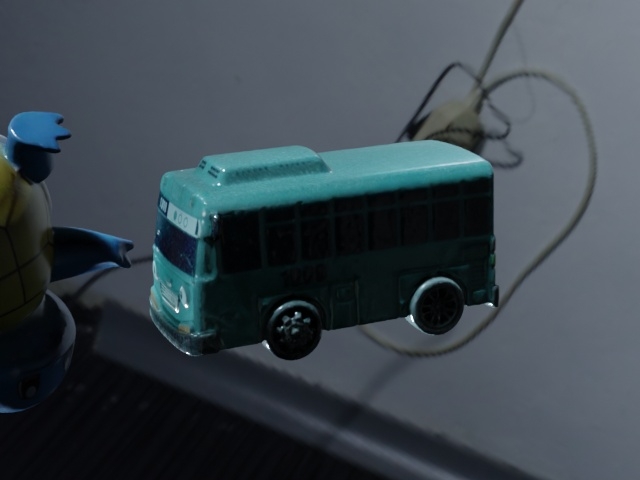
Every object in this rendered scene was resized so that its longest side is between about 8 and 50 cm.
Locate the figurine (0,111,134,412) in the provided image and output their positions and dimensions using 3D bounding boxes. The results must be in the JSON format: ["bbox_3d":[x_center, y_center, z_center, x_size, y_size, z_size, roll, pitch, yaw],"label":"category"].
[{"bbox_3d":[-0.382,0.003,1.452,0.243,0.298,0.416,-12,111,42],"label":"figurine"}]

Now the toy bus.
[{"bbox_3d":[0.000,0.000,1.037,0.128,0.256,0.147,-149,55,-63],"label":"toy bus"}]
